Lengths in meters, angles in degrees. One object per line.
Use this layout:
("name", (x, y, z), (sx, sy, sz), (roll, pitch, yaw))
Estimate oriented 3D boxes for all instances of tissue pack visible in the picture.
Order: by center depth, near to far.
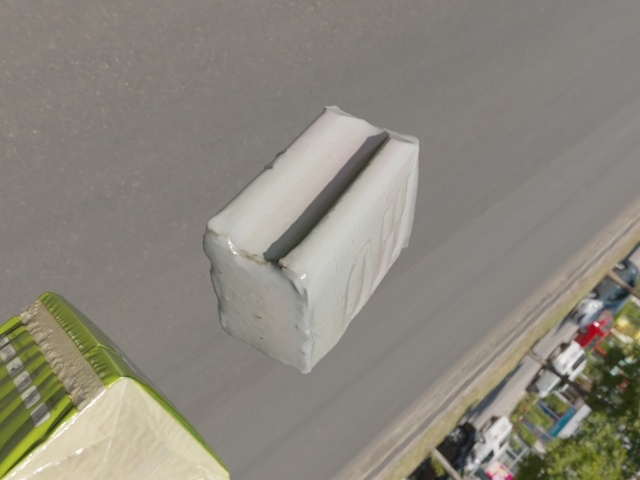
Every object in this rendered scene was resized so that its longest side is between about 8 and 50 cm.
("tissue pack", (-0.262, 0.203, 0.647), (0.167, 0.274, 0.200), (-44, 124, -21))

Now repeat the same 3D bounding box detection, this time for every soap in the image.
("soap", (0.000, 0.000, 1.090), (0.435, 0.212, 0.350), (-48, 155, -39))
